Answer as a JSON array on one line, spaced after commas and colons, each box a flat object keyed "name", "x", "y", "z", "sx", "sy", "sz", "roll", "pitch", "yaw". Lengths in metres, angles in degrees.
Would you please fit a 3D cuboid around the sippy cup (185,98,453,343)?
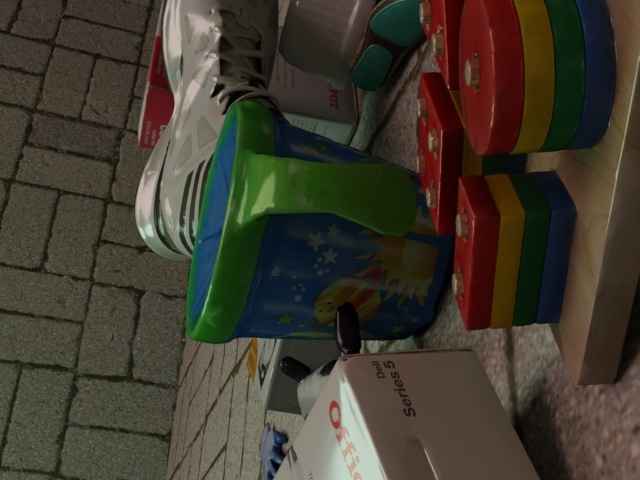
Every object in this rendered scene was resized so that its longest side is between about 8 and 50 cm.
[{"name": "sippy cup", "x": 0.000, "y": 0.000, "z": 0.847, "sx": 0.305, "sy": 0.224, "sz": 0.240, "roll": -111, "pitch": 34, "yaw": -66}]

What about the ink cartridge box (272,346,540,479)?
[{"name": "ink cartridge box", "x": 0.046, "y": 0.234, "z": 0.600, "sx": 0.273, "sy": 0.114, "sz": 0.198, "roll": -65, "pitch": 36, "yaw": 41}]

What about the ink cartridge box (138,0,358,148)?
[{"name": "ink cartridge box", "x": -0.111, "y": -0.229, "z": 1.323, "sx": 0.226, "sy": 0.306, "sz": 0.131, "roll": -91, "pitch": 18, "yaw": -44}]

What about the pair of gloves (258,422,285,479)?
[{"name": "pair of gloves", "x": -0.087, "y": 0.381, "z": 1.317, "sx": 0.159, "sy": 0.023, "sz": 0.198, "roll": -145, "pitch": 69, "yaw": -77}]

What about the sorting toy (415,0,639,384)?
[{"name": "sorting toy", "x": 0.119, "y": -0.085, "z": 0.545, "sx": 0.257, "sy": 0.089, "sz": 0.256, "roll": -96, "pitch": 2, "yaw": -53}]

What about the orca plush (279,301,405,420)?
[{"name": "orca plush", "x": 0.042, "y": 0.126, "z": 0.826, "sx": 0.102, "sy": 0.151, "sz": 0.287, "roll": -43, "pitch": -27, "yaw": -20}]

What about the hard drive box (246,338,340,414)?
[{"name": "hard drive box", "x": -0.022, "y": 0.093, "z": 1.152, "sx": 0.181, "sy": 0.089, "sz": 0.232, "roll": -143, "pitch": 65, "yaw": -75}]

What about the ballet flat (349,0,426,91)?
[{"name": "ballet flat", "x": 0.088, "y": -0.260, "z": 1.051, "sx": 0.206, "sy": 0.073, "sz": 0.067, "roll": -43, "pitch": 23, "yaw": 62}]

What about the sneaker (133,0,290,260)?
[{"name": "sneaker", "x": -0.084, "y": -0.188, "z": 1.059, "sx": 0.257, "sy": 0.169, "sz": 0.448, "roll": 4, "pitch": 83, "yaw": 54}]

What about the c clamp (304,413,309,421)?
[{"name": "c clamp", "x": 0.021, "y": 0.251, "z": 0.842, "sx": 0.137, "sy": 0.022, "sz": 0.161, "roll": -155, "pitch": 46, "yaw": -76}]

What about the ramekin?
[{"name": "ramekin", "x": 0.018, "y": -0.324, "z": 1.204, "sx": 0.207, "sy": 0.109, "sz": 0.207, "roll": -161, "pitch": 90, "yaw": -88}]
